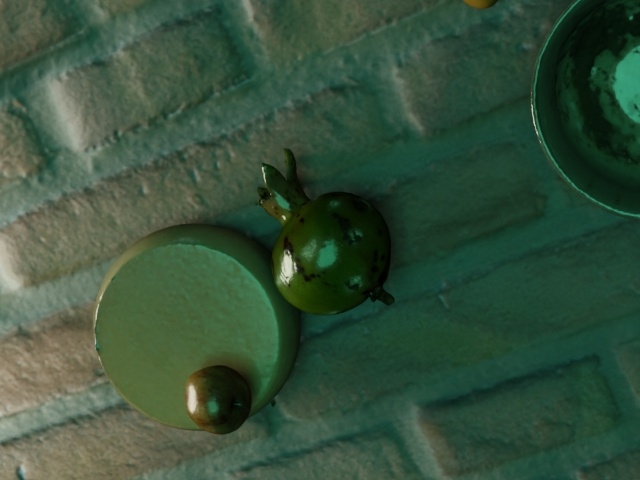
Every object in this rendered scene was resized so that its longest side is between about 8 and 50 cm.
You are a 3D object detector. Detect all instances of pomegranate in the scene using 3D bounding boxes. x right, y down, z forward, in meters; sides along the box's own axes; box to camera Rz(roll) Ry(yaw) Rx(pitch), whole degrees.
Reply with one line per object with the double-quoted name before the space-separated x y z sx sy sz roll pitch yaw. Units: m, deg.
"pomegranate" 0.002 -0.010 1.735 0.156 0.156 0.220 -32 64 16

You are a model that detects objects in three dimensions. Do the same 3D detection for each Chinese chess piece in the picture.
"Chinese chess piece" -0.158 0.111 1.803 0.273 0.102 0.273 2 102 11

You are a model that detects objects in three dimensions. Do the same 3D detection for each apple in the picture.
"apple" -0.126 0.194 1.722 0.071 0.084 0.084 3 106 44

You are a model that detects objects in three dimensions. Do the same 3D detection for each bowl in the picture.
"bowl" 0.385 -0.173 1.605 0.289 0.146 0.289 2 103 9

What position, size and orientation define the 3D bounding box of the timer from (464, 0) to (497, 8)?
"timer" 0.157 -0.327 1.642 0.132 0.132 0.152 -42 118 17
